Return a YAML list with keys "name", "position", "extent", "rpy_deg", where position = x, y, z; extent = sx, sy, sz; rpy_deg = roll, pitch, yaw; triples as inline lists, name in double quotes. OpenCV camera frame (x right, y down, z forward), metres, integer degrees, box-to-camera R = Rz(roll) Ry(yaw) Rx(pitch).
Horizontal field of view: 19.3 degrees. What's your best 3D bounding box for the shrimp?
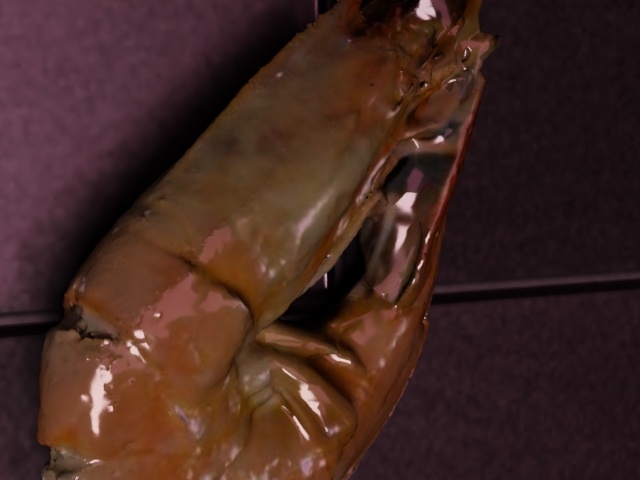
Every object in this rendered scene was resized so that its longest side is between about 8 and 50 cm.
- name: "shrimp"
  position: [0.000, 0.000, 0.677]
  extent: [0.145, 0.061, 0.267]
  rpy_deg: [40, 70, -33]
